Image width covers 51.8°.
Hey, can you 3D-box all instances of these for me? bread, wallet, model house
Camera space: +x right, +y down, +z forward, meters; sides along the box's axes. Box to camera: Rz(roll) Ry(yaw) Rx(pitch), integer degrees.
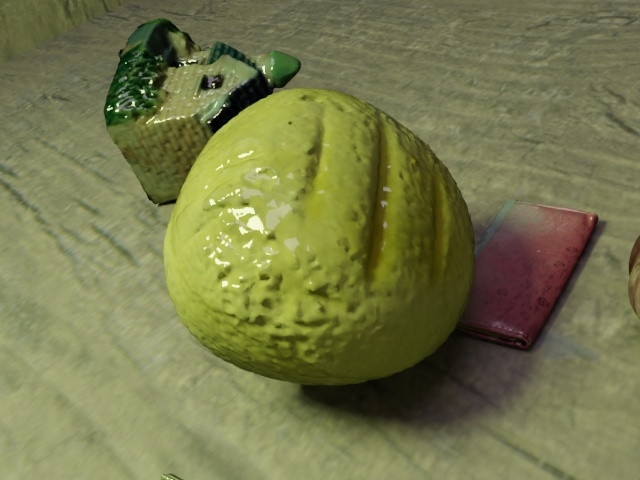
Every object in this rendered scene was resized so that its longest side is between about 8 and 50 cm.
[{"bbox_3d":[0.008,-0.004,0.685,0.237,0.320,0.320,-25,26,38],"label":"bread"},{"bbox_3d":[0.233,0.029,0.779,0.119,0.025,0.232,12,45,36],"label":"wallet"},{"bbox_3d":[-0.170,-0.237,1.135,0.284,0.243,0.298,-4,49,11],"label":"model house"}]

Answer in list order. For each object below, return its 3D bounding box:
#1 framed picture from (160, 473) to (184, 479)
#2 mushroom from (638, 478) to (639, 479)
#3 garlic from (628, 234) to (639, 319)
[{"bbox_3d":[-0.067,0.293,0.428,0.173,0.231,0.010,11,0,35],"label":"framed picture"},{"bbox_3d":[0.247,0.209,0.465,0.351,0.109,0.097,-30,70,-19],"label":"mushroom"},{"bbox_3d":[0.405,0.026,0.593,0.244,0.161,0.245,-11,36,8],"label":"garlic"}]
